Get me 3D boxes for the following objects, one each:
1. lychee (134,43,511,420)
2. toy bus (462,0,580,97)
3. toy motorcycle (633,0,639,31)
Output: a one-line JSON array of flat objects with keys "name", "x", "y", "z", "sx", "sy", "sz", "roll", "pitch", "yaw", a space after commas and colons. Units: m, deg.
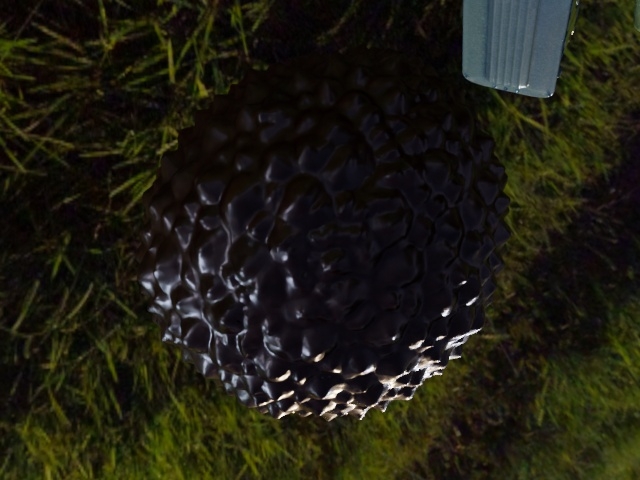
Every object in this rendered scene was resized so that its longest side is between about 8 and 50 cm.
[{"name": "lychee", "x": 0.000, "y": 0.000, "z": 0.491, "sx": 0.265, "sy": 0.264, "sz": 0.300, "roll": 2, "pitch": 136, "yaw": -24}, {"name": "toy bus", "x": 0.303, "y": -0.377, "z": 0.962, "sx": 0.152, "sy": 0.190, "sz": 0.312, "roll": 18, "pitch": 159, "yaw": 19}, {"name": "toy motorcycle", "x": 0.237, "y": -0.213, "z": 0.299, "sx": 0.125, "sy": 0.196, "sz": 0.331, "roll": -36, "pitch": 156, "yaw": 1}]
